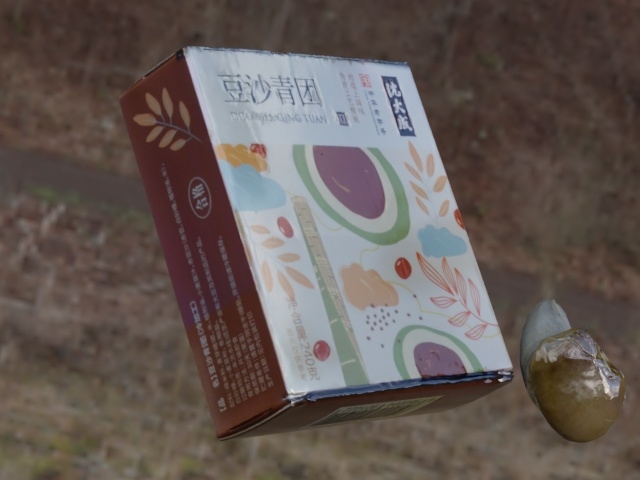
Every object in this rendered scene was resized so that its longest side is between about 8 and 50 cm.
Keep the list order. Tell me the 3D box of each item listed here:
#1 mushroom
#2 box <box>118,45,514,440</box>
[{"bbox_3d":[0.189,0.093,1.462,0.084,0.071,0.209,56,5,-10],"label":"mushroom"},{"bbox_3d":[0.000,0.000,1.951,0.344,0.385,0.122,-1,-22,-46],"label":"box"}]
